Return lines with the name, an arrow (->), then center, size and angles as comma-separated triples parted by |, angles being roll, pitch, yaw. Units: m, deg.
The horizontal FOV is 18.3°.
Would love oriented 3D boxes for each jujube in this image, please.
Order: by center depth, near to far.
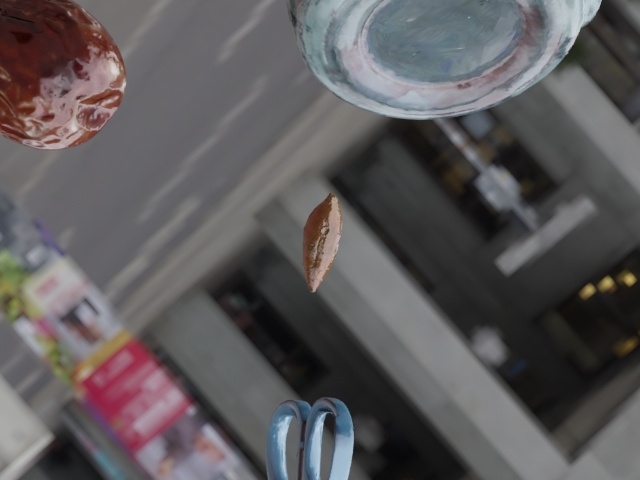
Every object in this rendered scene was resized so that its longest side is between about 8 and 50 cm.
jujube -> -0.328, -0.199, 2.183 | 0.168, 0.236, 0.168 | -46, 154, -30

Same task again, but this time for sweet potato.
sweet potato -> 0.000, 0.000, 1.714 | 0.034, 0.034, 0.095 | -39, 147, -62

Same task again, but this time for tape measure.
tape measure -> 0.103, -0.230, 1.700 | 0.275, 0.256, 0.147 | -36, -135, 35

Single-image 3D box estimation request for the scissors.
scissors -> -0.013, 0.252, 1.562 | 0.030, 0.256, 0.125 | 7, 170, -27
